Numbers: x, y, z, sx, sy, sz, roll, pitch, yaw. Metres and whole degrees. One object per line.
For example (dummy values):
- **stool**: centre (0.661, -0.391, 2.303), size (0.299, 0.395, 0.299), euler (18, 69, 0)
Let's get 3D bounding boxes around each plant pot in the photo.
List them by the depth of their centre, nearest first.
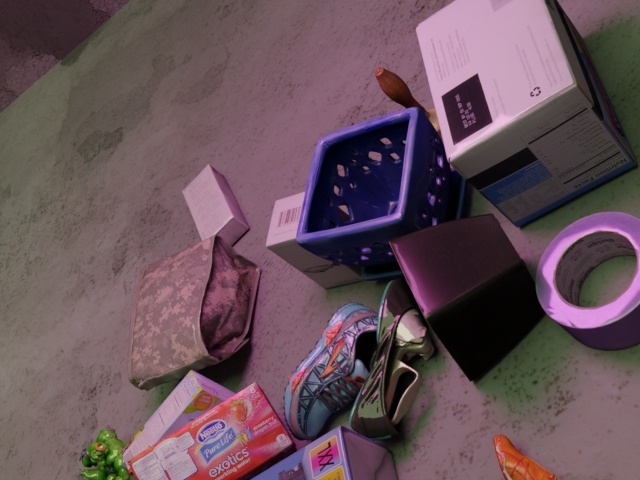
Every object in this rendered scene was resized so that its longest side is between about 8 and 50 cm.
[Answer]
- **plant pot**: centre (0.241, 0.071, 1.399), size (0.167, 0.187, 0.188), euler (-30, 42, 10)
- **plant pot**: centre (0.124, -0.064, 1.583), size (0.236, 0.212, 0.236), euler (-14, 52, 40)

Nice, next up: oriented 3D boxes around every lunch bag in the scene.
- **lunch bag**: centre (-0.269, 0.166, 1.847), size (0.235, 0.169, 0.287), euler (-22, 43, 33)

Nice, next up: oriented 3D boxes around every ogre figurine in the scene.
- **ogre figurine**: centre (-0.437, 0.466, 1.858), size (0.118, 0.096, 0.197), euler (-68, 21, 10)

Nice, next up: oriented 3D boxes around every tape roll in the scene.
- **tape roll**: centre (0.415, 0.058, 1.300), size (0.189, 0.080, 0.189), euler (-25, 46, 30)

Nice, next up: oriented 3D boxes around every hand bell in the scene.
- **hand bell**: centre (0.175, -0.237, 1.638), size (0.126, 0.242, 0.126), euler (-26, 47, 31)

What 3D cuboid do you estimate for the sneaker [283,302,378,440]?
- **sneaker**: centre (0.033, 0.231, 1.542), size (0.125, 0.104, 0.262), euler (18, 75, 48)

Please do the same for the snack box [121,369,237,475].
- **snack box**: centre (-0.232, 0.363, 1.653), size (0.207, 0.174, 0.070), euler (-51, 38, 4)

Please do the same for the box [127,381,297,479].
- **box**: centre (-0.180, 0.371, 1.536), size (0.256, 0.123, 0.128), euler (-31, 71, -9)

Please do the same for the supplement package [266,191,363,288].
- **supplement package**: centre (0.000, 0.000, 1.687), size (0.105, 0.179, 0.105), euler (-16, 51, 38)

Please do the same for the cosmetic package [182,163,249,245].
- **cosmetic package**: centre (-0.247, -0.073, 2.092), size (0.099, 0.060, 0.239), euler (-42, 39, 11)

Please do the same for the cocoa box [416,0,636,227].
- **cocoa box**: centre (0.333, -0.246, 1.494), size (0.231, 0.228, 0.347), euler (-30, 44, 26)

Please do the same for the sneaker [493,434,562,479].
- **sneaker**: centre (0.296, 0.336, 1.240), size (0.067, 0.064, 0.175), euler (-30, 45, -2)

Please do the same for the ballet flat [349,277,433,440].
- **ballet flat**: centre (0.133, 0.198, 1.480), size (0.096, 0.095, 0.281), euler (3, 68, 35)

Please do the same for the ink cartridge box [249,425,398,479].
- **ink cartridge box**: centre (-0.054, 0.507, 1.388), size (0.395, 0.151, 0.270), euler (-37, 41, 22)
